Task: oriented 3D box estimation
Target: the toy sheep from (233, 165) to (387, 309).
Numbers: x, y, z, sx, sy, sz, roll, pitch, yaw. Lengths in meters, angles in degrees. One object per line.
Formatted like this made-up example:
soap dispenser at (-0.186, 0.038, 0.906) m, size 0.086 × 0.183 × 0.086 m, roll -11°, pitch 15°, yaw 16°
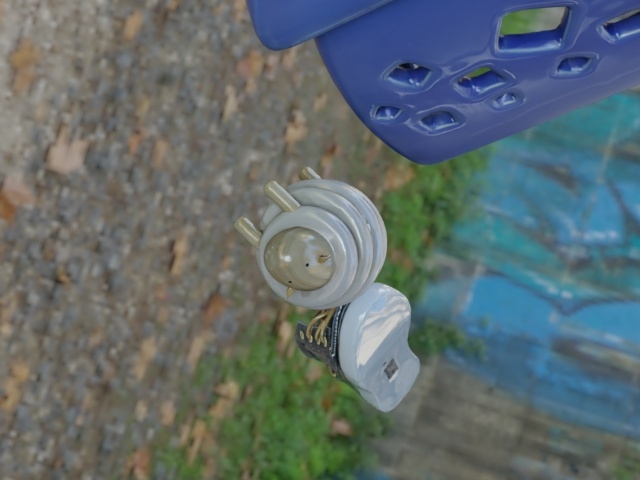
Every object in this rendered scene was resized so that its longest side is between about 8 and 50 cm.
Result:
toy sheep at (0.000, 0.000, 0.954) m, size 0.132 × 0.091 × 0.091 m, roll -31°, pitch 138°, yaw -63°

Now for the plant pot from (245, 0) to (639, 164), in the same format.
plant pot at (0.072, -0.198, 0.743) m, size 0.212 × 0.236 × 0.236 m, roll 20°, pitch 52°, yaw -57°

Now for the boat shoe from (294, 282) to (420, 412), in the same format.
boat shoe at (0.017, 0.065, 1.080) m, size 0.065 × 0.083 × 0.183 m, roll -52°, pitch 159°, yaw -15°
